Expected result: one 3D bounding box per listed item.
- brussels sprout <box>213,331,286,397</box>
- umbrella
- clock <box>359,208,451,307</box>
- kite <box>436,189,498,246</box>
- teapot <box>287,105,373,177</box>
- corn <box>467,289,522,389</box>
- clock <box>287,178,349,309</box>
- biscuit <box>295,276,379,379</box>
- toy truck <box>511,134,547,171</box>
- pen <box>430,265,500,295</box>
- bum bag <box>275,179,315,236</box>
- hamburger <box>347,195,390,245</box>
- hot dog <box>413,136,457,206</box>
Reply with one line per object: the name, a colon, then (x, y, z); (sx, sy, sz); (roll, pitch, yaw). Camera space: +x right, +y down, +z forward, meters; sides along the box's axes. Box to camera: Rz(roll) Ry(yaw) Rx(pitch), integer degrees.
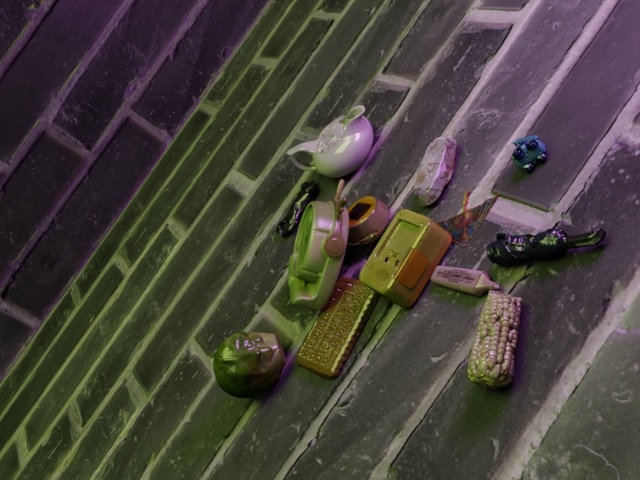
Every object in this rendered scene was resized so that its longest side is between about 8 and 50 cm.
brussels sprout: (-0.177, 0.312, 1.935); (0.181, 0.144, 0.161); (-10, 73, -2)
umbrella: (0.431, 0.006, 1.500); (0.248, 0.071, 0.070); (-9, 53, 51)
clock: (0.194, 0.041, 1.757); (0.202, 0.096, 0.143); (-57, 34, -3)
kite: (0.326, -0.051, 1.750); (0.190, 0.010, 0.159); (-27, 40, 36)
teapot: (0.047, -0.275, 2.217); (0.298, 0.139, 0.204); (-32, 40, 31)
corn: (0.333, 0.178, 1.448); (0.087, 0.087, 0.210); (-13, 50, 47)
clock: (0.000, 0.000, 1.932); (0.235, 0.096, 0.308); (-98, 24, -62)
biscuit: (0.038, 0.207, 1.869); (0.172, 0.029, 0.254); (10, 68, 55)
toy truck: (0.453, -0.199, 1.689); (0.073, 0.056, 0.090); (-36, 22, 20)
pen: (0.307, 0.085, 1.623); (0.197, 0.032, 0.053); (9, 67, 57)
bum bag: (-0.072, -0.101, 2.294); (0.197, 0.049, 0.087); (-61, 27, -10)
hamburger: (0.115, -0.044, 1.960); (0.127, 0.081, 0.141); (-9, 41, 47)
hot dog: (0.280, -0.168, 1.886); (0.099, 0.053, 0.192); (-11, 54, 50)
